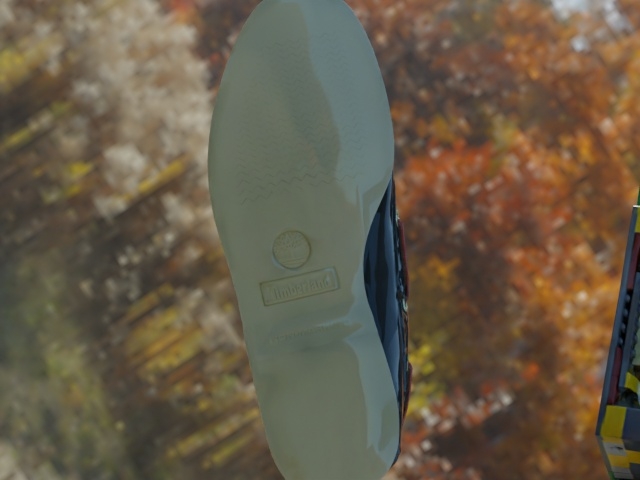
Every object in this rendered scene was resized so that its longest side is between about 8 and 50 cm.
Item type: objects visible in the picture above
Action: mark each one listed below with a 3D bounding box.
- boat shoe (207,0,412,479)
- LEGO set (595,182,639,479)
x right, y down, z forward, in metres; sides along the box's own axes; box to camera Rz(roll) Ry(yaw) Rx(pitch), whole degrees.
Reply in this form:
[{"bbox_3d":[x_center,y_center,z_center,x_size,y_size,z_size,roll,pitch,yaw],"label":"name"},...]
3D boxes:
[{"bbox_3d":[-0.002,0.000,0.493,0.042,0.049,0.133,-51,135,-85],"label":"boat shoe"},{"bbox_3d":[0.235,0.013,0.749,0.255,0.192,0.331,68,33,-52],"label":"LEGO set"}]
